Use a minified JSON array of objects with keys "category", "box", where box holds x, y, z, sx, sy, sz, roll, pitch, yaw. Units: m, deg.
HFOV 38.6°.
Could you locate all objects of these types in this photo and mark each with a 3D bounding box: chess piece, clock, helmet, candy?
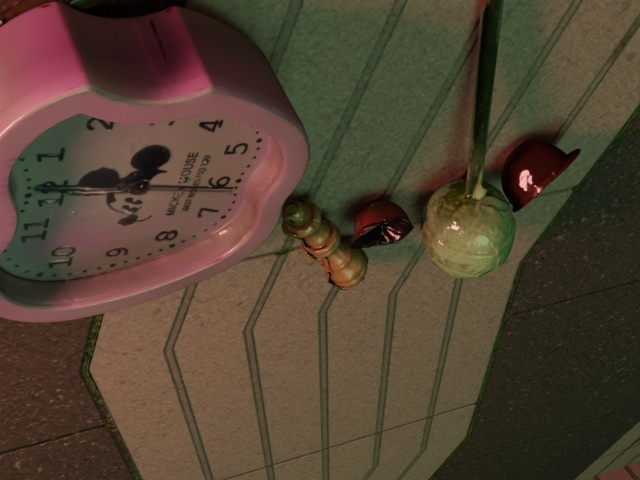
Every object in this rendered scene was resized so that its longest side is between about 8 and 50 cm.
[{"category":"chess piece","box":[0.001,0.000,1.086,0.060,0.060,0.172,-32,145,10]},{"category":"clock","box":[-0.184,-0.058,0.808,0.338,0.102,0.338,-19,152,-11]},{"category":"helmet","box":[0.261,-0.093,1.131,0.111,0.057,0.089,-44,179,18]},{"category":"helmet","box":[0.067,-0.024,1.101,0.084,0.049,0.065,-6,155,-33]},{"category":"candy","box":[0.178,-0.116,1.013,0.119,0.119,0.440,-17,140,-13]}]

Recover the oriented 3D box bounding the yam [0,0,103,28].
[{"category":"yam","box":[-0.255,-0.160,0.703,0.234,0.027,0.029,-25,-172,-3]}]
